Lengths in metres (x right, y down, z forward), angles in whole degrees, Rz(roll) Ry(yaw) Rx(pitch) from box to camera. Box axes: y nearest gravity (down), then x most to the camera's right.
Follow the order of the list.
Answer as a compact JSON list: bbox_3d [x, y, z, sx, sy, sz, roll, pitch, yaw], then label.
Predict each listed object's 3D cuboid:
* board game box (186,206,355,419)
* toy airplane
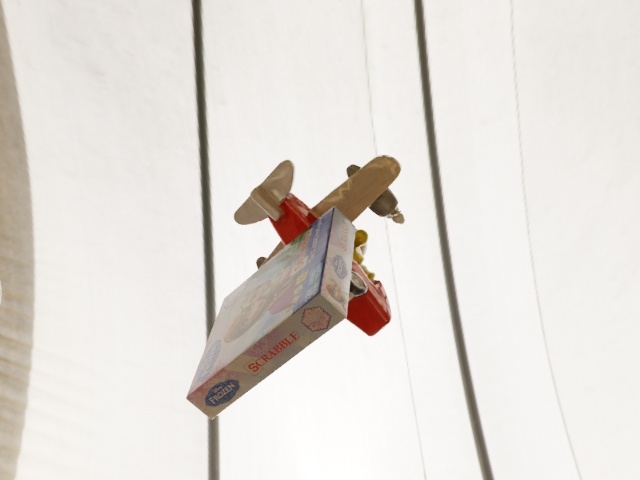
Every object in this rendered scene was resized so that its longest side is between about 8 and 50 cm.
[{"bbox_3d":[-0.079,0.118,1.302,0.318,0.066,0.318,-40,-163,22],"label":"board game box"},{"bbox_3d":[0.000,0.000,1.624,0.386,0.384,0.272,5,-174,31],"label":"toy airplane"}]
